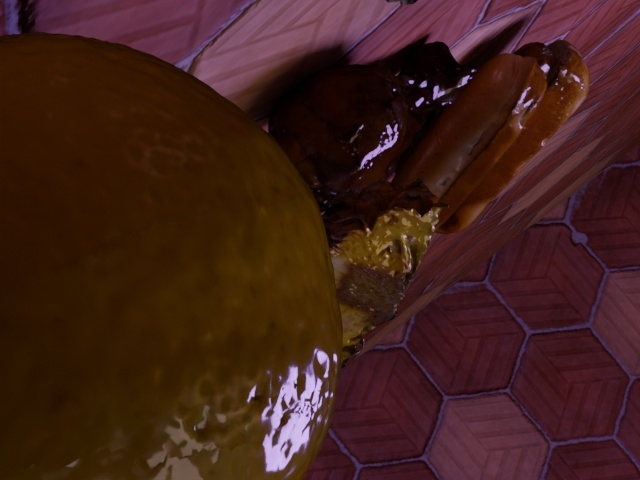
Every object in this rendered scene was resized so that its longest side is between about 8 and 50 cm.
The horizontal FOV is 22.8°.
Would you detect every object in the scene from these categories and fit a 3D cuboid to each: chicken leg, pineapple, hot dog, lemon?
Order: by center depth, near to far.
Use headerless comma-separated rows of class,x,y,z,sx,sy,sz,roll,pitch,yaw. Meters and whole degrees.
lemon,-0.124,0.044,0.681,0.293,0.293,0.293,-38,171,-7
chicken leg,0.042,-0.104,1.250,0.113,0.093,0.304,-24,-173,25
pineapple,-0.002,0.004,1.606,0.164,0.139,0.249,8,131,-18
hot dog,0.152,-0.099,1.648,0.135,0.100,0.337,-23,163,-33

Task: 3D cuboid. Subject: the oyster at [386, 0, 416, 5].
oyster,0.172,-0.237,1.084,0.294,0.094,0.166,-37,-178,33
